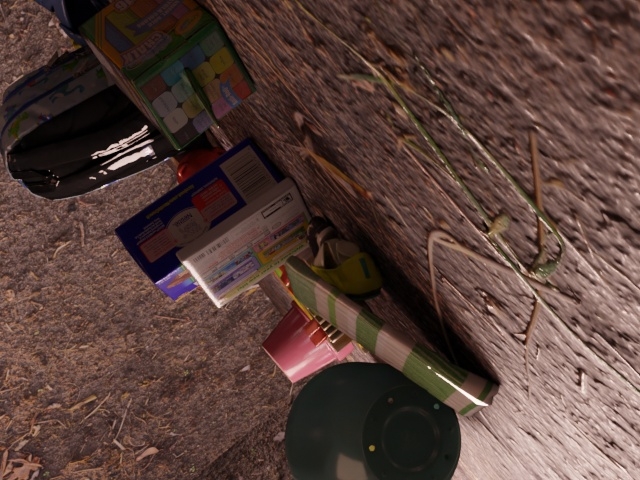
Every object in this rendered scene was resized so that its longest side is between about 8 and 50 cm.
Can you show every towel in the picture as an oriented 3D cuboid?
[{"bbox_3d":[0.096,0.138,1.436,0.325,0.038,0.248,34,170,9],"label":"towel"}]

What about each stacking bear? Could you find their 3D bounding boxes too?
[{"bbox_3d":[-0.232,-0.068,2.119,0.164,0.175,0.289,54,157,35],"label":"stacking bear"}]

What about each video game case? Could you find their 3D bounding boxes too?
[{"bbox_3d":[-0.110,0.007,1.639,0.023,0.212,0.193,53,175,28],"label":"video game case"}]

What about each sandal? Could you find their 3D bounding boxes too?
[{"bbox_3d":[-0.492,-0.477,1.980,0.317,0.126,0.138,44,171,-16],"label":"sandal"}]

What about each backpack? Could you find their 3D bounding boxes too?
[{"bbox_3d":[-0.443,-0.225,1.954,0.273,0.356,0.290,48,173,30],"label":"backpack"}]

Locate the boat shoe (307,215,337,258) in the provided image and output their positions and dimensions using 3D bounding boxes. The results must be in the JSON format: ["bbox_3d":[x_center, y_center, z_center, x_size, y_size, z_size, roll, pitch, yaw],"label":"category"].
[{"bbox_3d":[0.000,0.000,1.593,0.038,0.046,0.125,48,169,18],"label":"boat shoe"}]

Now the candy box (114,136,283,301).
[{"bbox_3d":[-0.191,-0.024,1.760,0.122,0.268,0.317,54,174,5],"label":"candy box"}]

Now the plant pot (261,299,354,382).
[{"bbox_3d":[-0.042,0.259,2.617,0.201,0.180,0.201,49,172,9],"label":"plant pot"}]

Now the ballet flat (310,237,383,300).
[{"bbox_3d":[0.033,0.035,1.521,0.231,0.077,0.077,-165,56,-72],"label":"ballet flat"}]

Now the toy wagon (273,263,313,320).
[{"bbox_3d":[-0.048,0.068,2.137,0.344,0.068,0.267,54,172,-29],"label":"toy wagon"}]

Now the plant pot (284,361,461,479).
[{"bbox_3d":[0.113,0.351,1.798,0.293,0.293,0.235,51,157,-5],"label":"plant pot"}]

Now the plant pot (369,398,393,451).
[{"bbox_3d":[0.142,0.436,2.225,0.275,0.275,0.293,47,156,30],"label":"plant pot"}]

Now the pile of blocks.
[{"bbox_3d":[0.021,0.142,1.915,0.149,0.113,0.362,45,171,41],"label":"pile of blocks"}]

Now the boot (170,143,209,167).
[{"bbox_3d":[-0.237,-0.164,2.199,0.207,0.090,0.248,36,167,2],"label":"boot"}]

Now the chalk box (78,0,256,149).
[{"bbox_3d":[-0.181,-0.218,1.281,0.213,0.132,0.132,44,169,39],"label":"chalk box"}]
